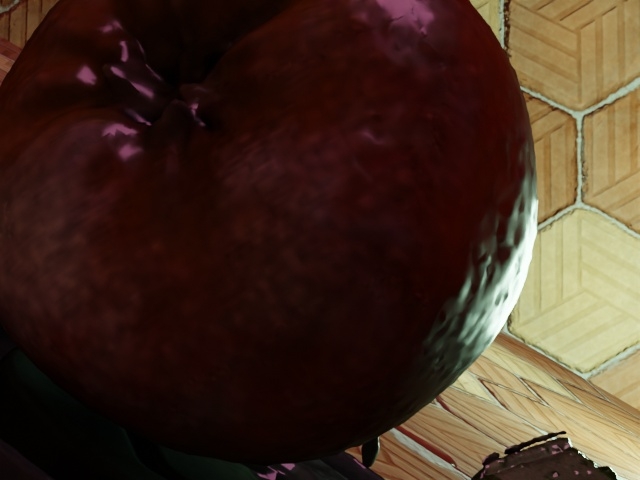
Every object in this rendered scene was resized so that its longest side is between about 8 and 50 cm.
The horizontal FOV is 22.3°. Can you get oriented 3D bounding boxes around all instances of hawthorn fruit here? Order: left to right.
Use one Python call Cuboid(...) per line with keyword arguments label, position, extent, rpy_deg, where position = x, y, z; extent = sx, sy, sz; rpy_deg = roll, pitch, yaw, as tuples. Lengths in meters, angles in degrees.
Cuboid(label="hawthorn fruit", position=(-0.016, -0.027, 0.694), extent=(0.231, 0.235, 0.263), rpy_deg=(58, 28, 11))

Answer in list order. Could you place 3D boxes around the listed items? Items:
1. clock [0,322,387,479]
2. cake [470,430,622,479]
Cuboid(label="clock", position=(-0.053, 0.124, 0.717), extent=(0.319, 0.066, 0.319), rpy_deg=(29, 4, -2))
Cuboid(label="cake", position=(0.172, 0.202, 0.820), extent=(0.100, 0.099, 0.235), rpy_deg=(-11, 33, -43))
